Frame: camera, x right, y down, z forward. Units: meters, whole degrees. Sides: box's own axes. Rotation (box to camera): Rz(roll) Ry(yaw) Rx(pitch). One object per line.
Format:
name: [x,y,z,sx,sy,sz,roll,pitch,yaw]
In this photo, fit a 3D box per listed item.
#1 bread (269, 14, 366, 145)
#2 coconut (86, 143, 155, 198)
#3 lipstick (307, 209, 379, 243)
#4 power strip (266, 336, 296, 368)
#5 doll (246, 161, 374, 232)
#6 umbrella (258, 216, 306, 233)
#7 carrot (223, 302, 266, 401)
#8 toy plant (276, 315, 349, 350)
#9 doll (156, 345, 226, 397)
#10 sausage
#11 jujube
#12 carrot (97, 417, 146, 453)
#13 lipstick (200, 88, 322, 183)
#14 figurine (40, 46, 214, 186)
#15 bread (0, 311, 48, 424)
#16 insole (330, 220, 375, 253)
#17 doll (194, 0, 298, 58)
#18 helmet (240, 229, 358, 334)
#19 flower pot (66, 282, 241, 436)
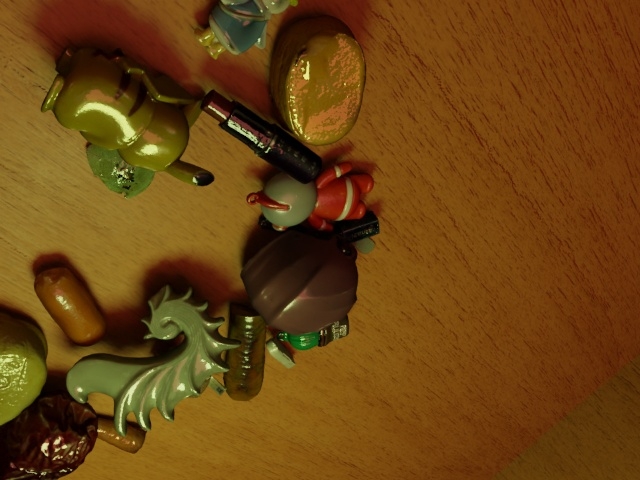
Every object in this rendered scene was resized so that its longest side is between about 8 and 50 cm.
bread: [-0.006,-0.334,1.400,0.195,0.142,0.270,-7,124,-19]
coconut: [-0.408,-0.157,1.382,0.133,0.055,0.158,-47,131,12]
lipstick: [0.000,0.000,1.696,0.312,0.051,0.051,-18,134,-11]
power strip: [-0.109,0.316,1.848,0.030,0.047,0.191,-27,148,3]
doll: [-0.027,-0.102,1.589,0.336,0.105,0.200,-6,126,-33]
umbrella: [-0.095,-0.033,1.643,0.133,0.031,0.036,15,115,-33]
carrot: [-0.202,0.297,1.774,0.114,0.114,0.302,-5,122,-23]
toy plant: [-0.023,0.237,1.827,0.200,0.105,0.143,-7,120,-9]
doll: [-0.349,0.354,1.741,0.221,0.105,0.115,35,92,-43]
sausage: [-0.563,0.153,1.501,0.098,0.098,0.238,-25,132,-9]
jujube: [-0.697,0.503,1.610,0.342,0.216,0.216,-40,132,19]
carrot: [-0.566,0.514,1.771,0.205,0.072,0.072,34,104,-37]
lipstick: [-0.124,-0.219,1.404,0.299,0.081,0.081,31,106,-30]
figurine: [-0.357,-0.246,1.271,0.169,0.218,0.327,-25,137,28]
bread: [-0.745,0.291,1.471,0.270,0.148,0.270,-17,130,-21]
insole: [0.087,-0.017,1.763,0.064,0.004,0.188,-43,130,8]
doll: [-0.130,-0.448,1.289,0.241,0.099,0.135,-40,108,3]
helmet: [-0.026,0.125,1.641,0.338,0.197,0.271,18,128,-43]
flower pot: [-0.385,0.287,1.562,0.367,0.164,0.254,-43,96,-11]
